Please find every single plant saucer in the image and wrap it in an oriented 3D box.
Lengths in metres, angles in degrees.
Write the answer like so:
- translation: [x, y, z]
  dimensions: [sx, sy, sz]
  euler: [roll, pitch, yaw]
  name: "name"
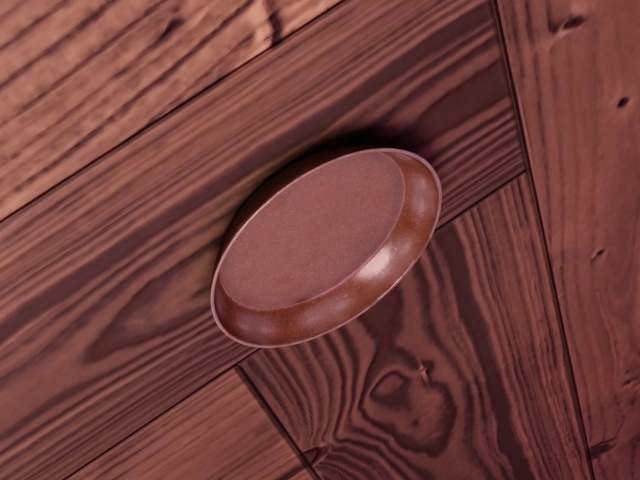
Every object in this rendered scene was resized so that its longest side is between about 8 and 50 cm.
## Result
- translation: [0.000, 0.000, 0.806]
  dimensions: [0.168, 0.029, 0.168]
  euler: [-24, 143, -20]
  name: "plant saucer"
